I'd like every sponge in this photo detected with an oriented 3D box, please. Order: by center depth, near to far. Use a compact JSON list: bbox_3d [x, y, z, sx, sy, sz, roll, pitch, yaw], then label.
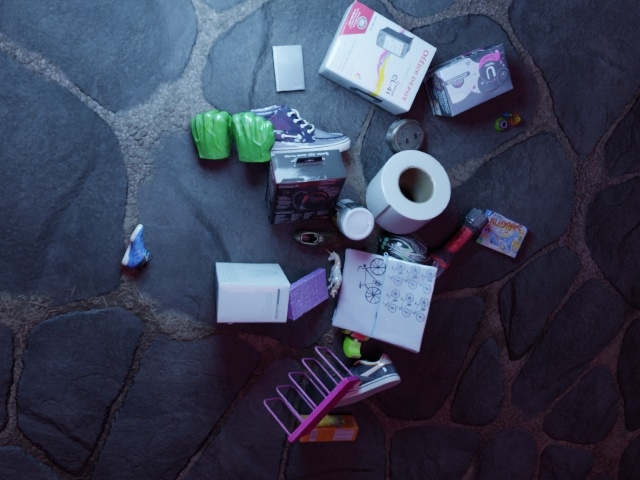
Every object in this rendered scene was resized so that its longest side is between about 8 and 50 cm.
[{"bbox_3d":[-0.046,0.186,1.647,0.210,0.031,0.117,-26,116,-49],"label":"sponge"}]

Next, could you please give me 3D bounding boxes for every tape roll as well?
[{"bbox_3d":[0.294,-0.160,1.587,0.245,0.169,0.247,3,75,-11],"label":"tape roll"}]

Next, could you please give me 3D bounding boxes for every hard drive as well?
[{"bbox_3d":[-0.102,-0.551,1.496,0.094,0.022,0.135,-9,107,-13],"label":"hard drive"}]

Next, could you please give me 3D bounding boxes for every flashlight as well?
[{"bbox_3d":[0.512,0.007,1.782,0.103,0.103,0.304,41,93,-19],"label":"flashlight"}]

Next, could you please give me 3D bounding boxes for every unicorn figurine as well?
[{"bbox_3d":[0.052,0.118,1.690,0.060,0.162,0.111,-2,132,-22],"label":"unicorn figurine"}]

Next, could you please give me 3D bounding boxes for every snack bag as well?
[{"bbox_3d":[0.216,0.204,1.649,0.342,0.037,0.324,15,106,20],"label":"snack bag"}]

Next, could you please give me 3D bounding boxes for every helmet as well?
[{"bbox_3d":[0.303,0.037,1.691,0.169,0.161,0.170,-19,124,-30],"label":"helmet"}]

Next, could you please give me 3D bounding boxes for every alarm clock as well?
[{"bbox_3d":[0.294,-0.380,1.636,0.129,0.064,0.192,-28,107,-6],"label":"alarm clock"}]

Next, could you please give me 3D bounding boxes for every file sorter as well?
[{"bbox_3d":[-0.034,0.550,1.709,0.291,0.202,0.182,-47,68,1],"label":"file sorter"}]

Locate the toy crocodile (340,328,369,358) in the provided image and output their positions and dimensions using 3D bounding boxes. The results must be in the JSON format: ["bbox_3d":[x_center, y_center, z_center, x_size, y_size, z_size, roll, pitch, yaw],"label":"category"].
[{"bbox_3d":[0.177,0.283,1.763,0.115,0.105,0.341,26,96,-20],"label":"toy crocodile"}]

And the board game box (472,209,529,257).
[{"bbox_3d":[0.721,-0.026,1.865,0.201,0.035,0.136,19,99,-20],"label":"board game box"}]

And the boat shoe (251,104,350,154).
[{"bbox_3d":[-0.068,-0.356,1.501,0.340,0.127,0.158,-8,114,-12],"label":"boat shoe"}]

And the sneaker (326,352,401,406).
[{"bbox_3d":[0.154,0.550,1.831,0.321,0.128,0.126,-29,148,17],"label":"sneaker"}]

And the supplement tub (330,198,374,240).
[{"bbox_3d":[0.100,-0.077,1.595,0.116,0.190,0.117,-4,105,-14],"label":"supplement tub"}]

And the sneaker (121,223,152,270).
[{"bbox_3d":[-0.576,0.026,1.505,0.084,0.058,0.152,22,103,-14],"label":"sneaker"}]

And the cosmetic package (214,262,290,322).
[{"bbox_3d":[-0.236,0.170,1.552,0.224,0.224,0.138,4,104,-16],"label":"cosmetic package"}]

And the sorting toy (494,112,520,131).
[{"bbox_3d":[0.702,-0.446,1.738,0.101,0.042,0.061,-26,110,-7],"label":"sorting toy"}]

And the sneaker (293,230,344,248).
[{"bbox_3d":[0.000,0.000,1.650,0.188,0.071,0.067,1,98,-15],"label":"sneaker"}]

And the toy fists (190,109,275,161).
[{"bbox_3d":[-0.267,-0.326,1.425,0.278,0.096,0.142,8,122,20],"label":"toy fists"}]

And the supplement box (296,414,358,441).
[{"bbox_3d":[0.028,0.747,1.860,0.233,0.078,0.080,8,114,-18],"label":"supplement box"}]

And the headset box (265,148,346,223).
[{"bbox_3d":[-0.053,-0.173,1.474,0.217,0.293,0.110,-7,67,-13],"label":"headset box"}]

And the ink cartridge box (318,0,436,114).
[{"bbox_3d":[0.181,-0.578,1.499,0.306,0.131,0.226,23,96,-13],"label":"ink cartridge box"}]

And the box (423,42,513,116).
[{"bbox_3d":[0.504,-0.549,1.601,0.247,0.142,0.164,-26,111,-8],"label":"box"}]
